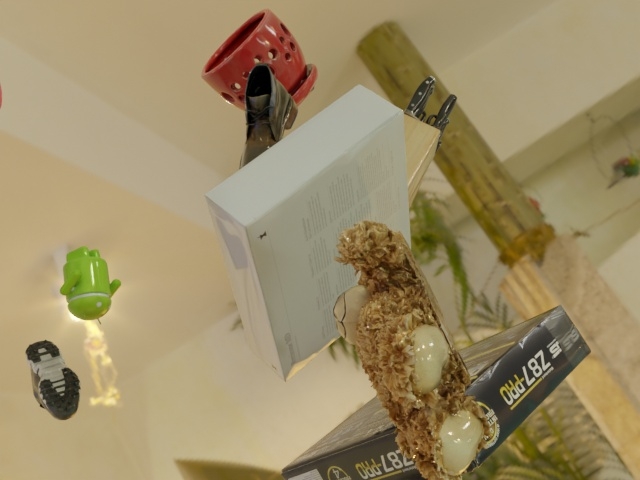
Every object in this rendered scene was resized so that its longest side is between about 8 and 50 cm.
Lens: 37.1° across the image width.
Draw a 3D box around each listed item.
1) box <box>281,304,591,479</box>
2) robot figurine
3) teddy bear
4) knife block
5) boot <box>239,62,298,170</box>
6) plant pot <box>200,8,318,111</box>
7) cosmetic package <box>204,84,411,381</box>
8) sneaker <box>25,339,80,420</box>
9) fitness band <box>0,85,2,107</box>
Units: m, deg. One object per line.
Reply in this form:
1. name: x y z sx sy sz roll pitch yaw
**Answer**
1. box: 0.163 0.257 1.418 0.318 0.097 0.395 -33 -1 -42
2. robot figurine: -0.351 0.069 1.440 0.067 0.115 0.101 -20 -21 23
3. teddy bear: 0.076 0.108 0.956 0.113 0.338 0.245 -26 -55 5
4. knife block: 0.156 -0.169 1.713 0.242 0.088 0.276 -69 -12 19
5. boot: -0.100 -0.172 1.484 0.082 0.219 0.106 -4 -39 21
6. plant pot: -0.114 -0.333 1.896 0.191 0.174 0.191 -39 20 17
7. cosmetic package: 0.000 0.000 1.398 0.284 0.097 0.377 -40 -34 -23
8. sneaker: -0.507 0.290 1.834 0.078 0.234 0.106 -15 -59 -24
9. fitness band: -0.661 -0.268 1.637 0.209 0.291 0.054 -12 -51 -20
